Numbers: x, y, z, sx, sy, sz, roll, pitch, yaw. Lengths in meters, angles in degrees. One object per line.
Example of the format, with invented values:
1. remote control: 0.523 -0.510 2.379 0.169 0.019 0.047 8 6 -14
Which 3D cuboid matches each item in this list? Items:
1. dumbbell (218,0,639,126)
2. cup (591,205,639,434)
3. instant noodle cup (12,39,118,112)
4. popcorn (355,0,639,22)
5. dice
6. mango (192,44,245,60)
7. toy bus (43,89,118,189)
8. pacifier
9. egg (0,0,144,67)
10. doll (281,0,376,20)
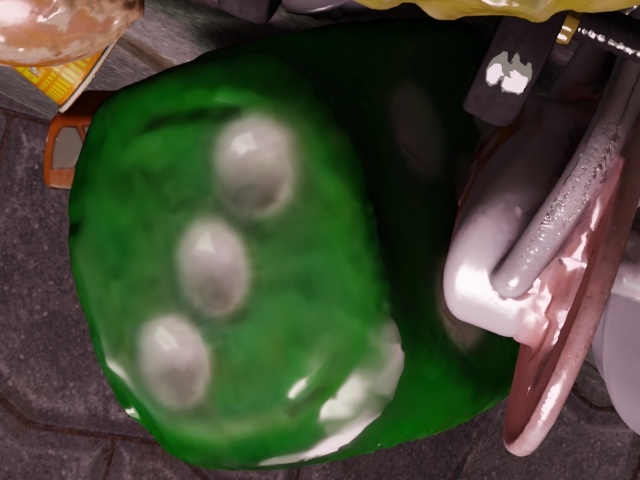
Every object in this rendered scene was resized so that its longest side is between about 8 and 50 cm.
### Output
1. dumbbell: 0.050 -0.159 0.795 0.326 0.143 0.143 23 174 1
2. cup: 0.412 0.097 1.098 0.323 0.236 0.327 27 177 -42
3. instant noodle cup: -0.268 -0.232 1.315 0.185 0.168 0.168 33 171 -16
4. popcorn: 0.051 -0.176 0.489 0.235 0.181 0.217 19 173 -10
5. dice: 0.000 0.000 1.136 0.297 0.300 0.287 -13 -178 35
6. mango: -0.059 -0.142 1.498 0.156 0.114 0.251 40 153 -20
7. toy bus: -0.058 -0.087 1.365 0.409 0.092 0.093 1 -156 10
8. pacifier: 0.190 0.002 0.947 0.273 0.220 0.332 50 -152 -16
9. egg: -0.228 -0.223 1.033 0.233 0.194 0.195 19 174 -3
10. doll: 0.030 -0.185 0.990 0.180 0.079 0.094 4 149 31
